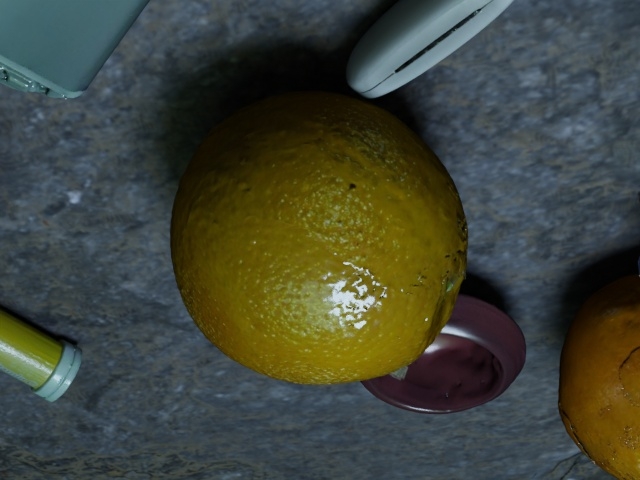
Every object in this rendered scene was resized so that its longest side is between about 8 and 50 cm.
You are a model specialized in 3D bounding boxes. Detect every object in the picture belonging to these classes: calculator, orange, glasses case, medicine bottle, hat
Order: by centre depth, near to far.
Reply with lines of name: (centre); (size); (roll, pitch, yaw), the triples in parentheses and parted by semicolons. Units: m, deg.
glasses case: (0.098, -0.189, 0.940); (0.049, 0.074, 0.193); (37, 126, -26)
calculator: (-0.223, -0.216, 0.948); (0.141, 0.045, 0.246); (27, 131, -23)
orange: (0.000, 0.000, 1.003); (0.274, 0.274, 0.274); (1, 136, 1)
orange: (0.361, 0.147, 1.160); (0.240, 0.240, 0.240); (1, 136, 1)
hat: (0.129, 0.113, 1.244); (0.206, 0.089, 0.205); (5, 139, 4)
medicine bottle: (-0.382, 0.104, 1.274); (0.218, 0.074, 0.074); (36, 127, -27)

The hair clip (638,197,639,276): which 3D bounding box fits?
hair clip: (0.422, -0.056, 1.064); (0.278, 0.090, 0.137); (-30, 115, 20)
